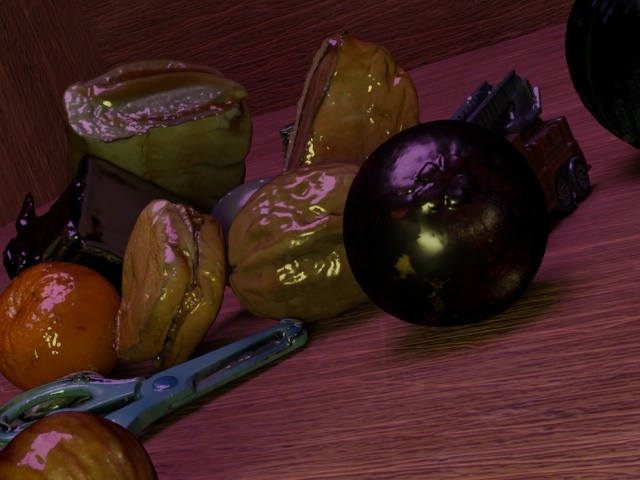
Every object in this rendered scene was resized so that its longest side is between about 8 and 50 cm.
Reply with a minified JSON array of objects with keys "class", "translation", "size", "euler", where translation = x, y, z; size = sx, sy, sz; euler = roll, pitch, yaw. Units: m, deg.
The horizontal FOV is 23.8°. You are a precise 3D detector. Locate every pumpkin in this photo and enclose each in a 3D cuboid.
[{"class":"pumpkin","translation":[0.498,-0.268,1.951],"size":[0.363,0.266,0.363],"euler":[-21,21,8]}]

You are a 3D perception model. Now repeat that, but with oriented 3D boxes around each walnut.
[{"class":"walnut","translation":[0.000,0.000,1.877],"size":[0.245,0.198,0.198],"euler":[-18,11,2]}]

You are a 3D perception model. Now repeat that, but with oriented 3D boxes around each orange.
[{"class":"orange","translation":[-0.344,0.120,2.016],"size":[0.193,0.161,0.193],"euler":[-21,45,23]}]

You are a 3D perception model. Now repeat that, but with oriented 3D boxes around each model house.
[{"class":"model house","translation":[-0.342,0.067,2.284],"size":[0.282,0.297,0.317],"euler":[-43,27,21]}]

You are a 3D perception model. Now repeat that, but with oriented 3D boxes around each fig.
[{"class":"fig","translation":[-0.193,0.253,1.236],"size":[0.175,0.207,0.175],"euler":[-32,-25,-17]}]

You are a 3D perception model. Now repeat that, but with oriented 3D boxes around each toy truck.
[{"class":"toy truck","translation":[0.210,-0.086,1.900],"size":[0.133,0.184,0.338],"euler":[-16,12,33]}]

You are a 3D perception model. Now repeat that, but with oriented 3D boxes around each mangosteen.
[{"class":"mangosteen","translation":[0.137,-0.007,1.659],"size":[0.228,0.228,0.265],"euler":[-23,-24,-4]}]

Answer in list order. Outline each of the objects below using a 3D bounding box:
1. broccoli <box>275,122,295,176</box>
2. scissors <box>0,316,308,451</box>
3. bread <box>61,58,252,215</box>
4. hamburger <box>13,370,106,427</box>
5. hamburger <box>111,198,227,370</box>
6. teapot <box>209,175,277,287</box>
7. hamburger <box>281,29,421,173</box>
[{"class":"broccoli","translation":[-0.062,-0.078,2.512],"size":[0.275,0.177,0.198],"euler":[-37,19,-7]},{"class":"scissors","translation":[-0.186,0.173,1.743],"size":[0.393,0.032,0.180],"euler":[-22,35,-25]},{"class":"bread","translation":[-0.268,-0.135,2.461],"size":[0.301,0.341,0.210],"euler":[-12,49,-13]},{"class":"hamburger","translation":[-0.303,0.205,1.821],"size":[0.133,0.062,0.140],"euler":[-23,10,-11]},{"class":"hamburger","translation":[-0.192,0.054,1.923],"size":[0.108,0.213,0.214],"euler":[18,-2,-19]},{"class":"teapot","translation":[-0.061,0.003,2.063],"size":[0.294,0.129,0.193],"euler":[-15,-30,0]},{"class":"hamburger","translation":[0.059,-0.135,2.349],"size":[0.209,0.329,0.162],"euler":[18,-5,-12]}]
